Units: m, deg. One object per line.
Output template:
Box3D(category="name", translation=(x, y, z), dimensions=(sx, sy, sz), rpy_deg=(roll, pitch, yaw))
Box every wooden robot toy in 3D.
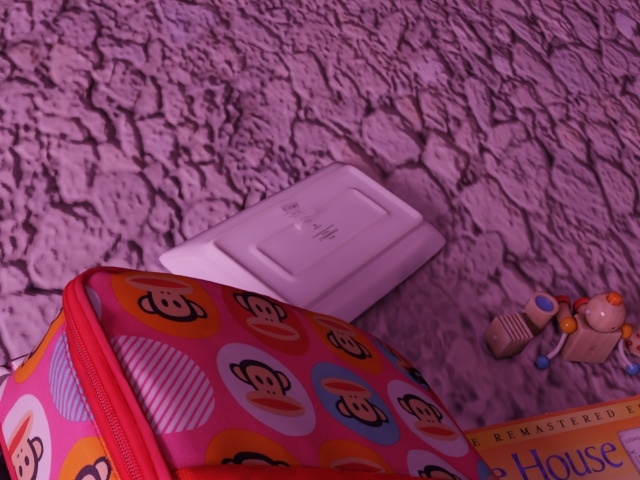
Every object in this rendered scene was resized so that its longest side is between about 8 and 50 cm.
Box3D(category="wooden robot toy", translation=(0.237, 0.066, 0.860), dimensions=(0.173, 0.079, 0.076), rpy_deg=(6, 47, -16))

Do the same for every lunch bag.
Box3D(category="lunch bag", translation=(-0.015, 0.147, 0.535), dimensions=(0.293, 0.120, 0.258), rpy_deg=(17, 27, -44))

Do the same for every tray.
Box3D(category="tray", translation=(0.000, 0.000, 0.842), dimensions=(0.145, 0.030, 0.270), rpy_deg=(36, 37, 17))

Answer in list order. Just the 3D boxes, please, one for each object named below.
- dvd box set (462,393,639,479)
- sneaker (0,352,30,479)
Box3D(category="dvd box set", translation=(0.242, 0.307, 0.649), dimensions=(0.308, 0.062, 0.420), rpy_deg=(-6, 51, -25))
Box3D(category="sneaker", translation=(-0.272, 0.128, 0.582), dimensions=(0.162, 0.106, 0.281), rpy_deg=(21, 41, 32))
